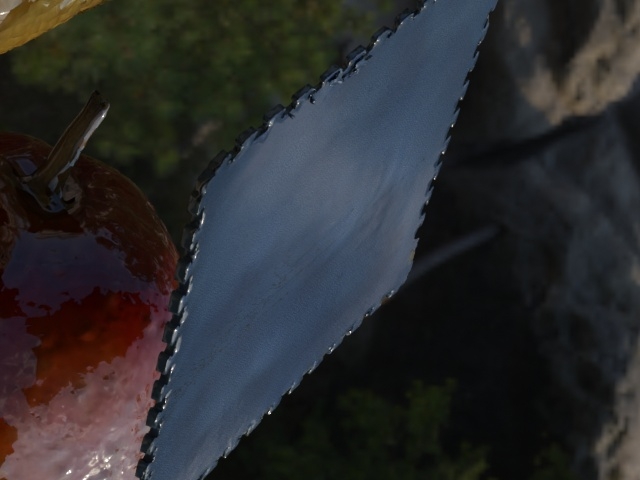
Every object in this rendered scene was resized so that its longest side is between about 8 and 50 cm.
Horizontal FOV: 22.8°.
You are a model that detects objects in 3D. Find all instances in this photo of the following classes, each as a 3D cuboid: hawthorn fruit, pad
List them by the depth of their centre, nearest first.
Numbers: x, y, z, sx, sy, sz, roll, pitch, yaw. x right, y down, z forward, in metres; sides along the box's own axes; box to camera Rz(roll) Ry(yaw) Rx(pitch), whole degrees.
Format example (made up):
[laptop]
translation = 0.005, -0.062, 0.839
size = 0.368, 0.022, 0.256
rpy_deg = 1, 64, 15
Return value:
[pad]
translation = 0.000, 0.000, 0.801
size = 0.270, 0.012, 0.269
rpy_deg = -40, 156, -42
[hawthorn fruit]
translation = -0.197, 0.044, 1.019
size = 0.287, 0.287, 0.330
rpy_deg = -30, 150, -57

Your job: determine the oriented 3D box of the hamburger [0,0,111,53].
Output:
[hamburger]
translation = -0.221, -0.120, 0.618
size = 0.318, 0.319, 0.158
rpy_deg = -36, 108, -55
